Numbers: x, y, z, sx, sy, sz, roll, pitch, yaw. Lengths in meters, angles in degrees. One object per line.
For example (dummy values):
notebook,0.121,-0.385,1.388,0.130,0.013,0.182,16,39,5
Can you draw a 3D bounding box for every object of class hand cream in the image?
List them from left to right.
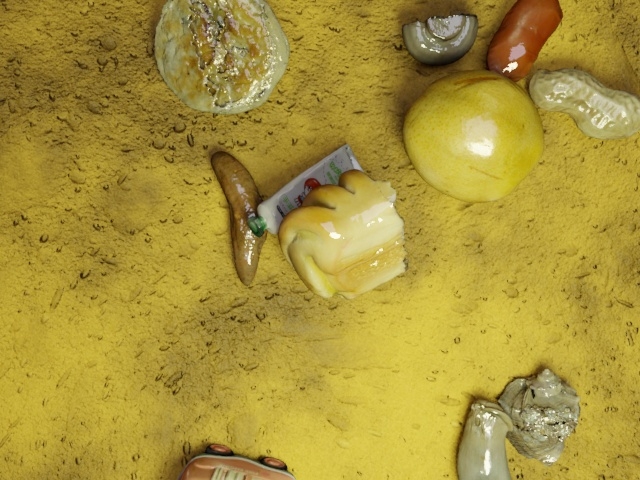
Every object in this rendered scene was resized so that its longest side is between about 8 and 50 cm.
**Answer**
hand cream,-0.026,-0.111,1.362,0.336,0.076,0.121,-33,97,-27

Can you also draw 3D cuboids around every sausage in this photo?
sausage,0.501,-0.507,1.415,0.133,0.133,0.258,32,89,1

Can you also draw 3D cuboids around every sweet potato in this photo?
sweet potato,-0.181,-0.064,1.380,0.114,0.092,0.342,-16,86,22

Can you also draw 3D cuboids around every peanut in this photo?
peanut,0.657,-0.337,1.410,0.298,0.120,0.136,26,81,3

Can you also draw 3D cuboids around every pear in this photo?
pear,0.350,-0.243,1.313,0.314,0.314,0.314,0,86,-2

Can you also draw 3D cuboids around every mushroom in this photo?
mushroom,0.299,-0.493,1.405,0.188,0.141,0.117,-11,108,0
mushroom,0.411,0.572,1.323,0.177,0.126,0.397,-22,87,11

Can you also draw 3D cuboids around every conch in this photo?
conch,0.520,0.425,1.357,0.178,0.163,0.245,3,102,34

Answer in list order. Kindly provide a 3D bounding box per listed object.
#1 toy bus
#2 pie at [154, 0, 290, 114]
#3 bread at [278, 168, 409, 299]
toy bus,-0.191,0.590,1.262,0.287,0.232,0.194,15,83,1
pie,-0.245,-0.463,1.379,0.339,0.077,0.339,2,105,8
bread,0.046,-0.011,1.283,0.270,0.316,0.211,-26,52,-3
